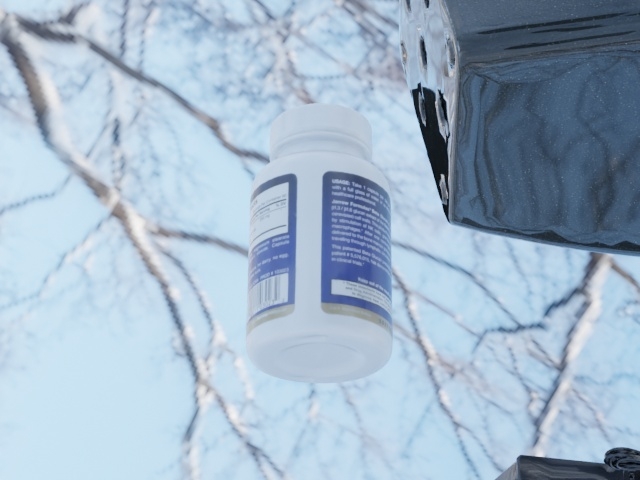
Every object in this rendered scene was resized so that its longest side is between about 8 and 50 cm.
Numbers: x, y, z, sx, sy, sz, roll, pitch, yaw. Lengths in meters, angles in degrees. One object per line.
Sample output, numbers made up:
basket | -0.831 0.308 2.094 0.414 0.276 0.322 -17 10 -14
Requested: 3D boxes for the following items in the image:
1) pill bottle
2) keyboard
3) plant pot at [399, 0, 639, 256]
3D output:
pill bottle | 0.000 0.000 1.049 0.094 0.094 0.169 -19 -122 35
keyboard | 0.190 0.166 1.038 0.108 0.180 0.023 -51 -140 43
plant pot | 0.130 -0.104 0.781 0.167 0.187 0.188 -8 -128 -5
